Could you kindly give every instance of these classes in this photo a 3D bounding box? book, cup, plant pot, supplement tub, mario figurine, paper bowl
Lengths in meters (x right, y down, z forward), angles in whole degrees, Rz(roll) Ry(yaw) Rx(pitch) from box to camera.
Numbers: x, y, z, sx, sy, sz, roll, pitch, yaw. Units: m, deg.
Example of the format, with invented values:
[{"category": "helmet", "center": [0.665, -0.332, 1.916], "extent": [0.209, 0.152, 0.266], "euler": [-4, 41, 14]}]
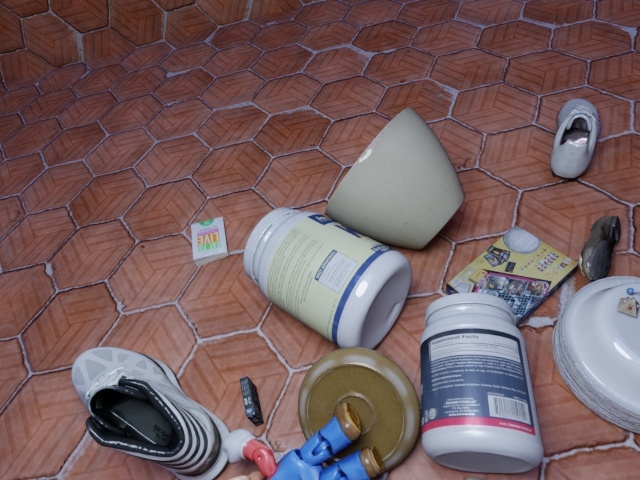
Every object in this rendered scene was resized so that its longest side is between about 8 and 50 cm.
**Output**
[{"category": "book", "center": [-0.318, 0.000, 1.215], "extent": [0.096, 0.035, 0.144], "euler": [-16, 49, -5]}, {"category": "cup", "center": [0.205, -0.116, 1.030], "extent": [0.237, 0.331, 0.331], "euler": [40, 67, 7]}, {"category": "plant pot", "center": [0.065, 0.320, 0.783], "extent": [0.236, 0.032, 0.237], "euler": [-1, 86, 16]}, {"category": "supplement tub", "center": [0.010, 0.076, 0.941], "extent": [0.324, 0.235, 0.235], "euler": [28, 63, 30]}, {"category": "mario figurine", "center": [-0.055, 0.420, 0.752], "extent": [0.320, 0.170, 0.198], "euler": [-30, 41, 1]}, {"category": "supplement tub", "center": [0.278, 0.254, 0.764], "extent": [0.191, 0.191, 0.272], "euler": [-1, 52, 13]}, {"category": "paper bowl", "center": [0.595, 0.192, 0.770], "extent": [0.284, 0.148, 0.284], "euler": [-6, 50, 7]}]

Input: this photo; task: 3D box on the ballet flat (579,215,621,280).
[{"category": "ballet flat", "center": [0.609, 0.013, 0.933], "extent": [0.058, 0.084, 0.250], "euler": [-2, 27, 46]}]

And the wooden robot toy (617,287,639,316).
[{"category": "wooden robot toy", "center": [0.599, 0.095, 0.699], "extent": [0.173, 0.079, 0.076], "euler": [0, 51, 13]}]

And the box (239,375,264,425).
[{"category": "box", "center": [-0.143, 0.334, 0.879], "extent": [0.018, 0.067, 0.083], "euler": [-20, 51, -3]}]

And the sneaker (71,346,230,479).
[{"category": "sneaker", "center": [-0.388, 0.296, 0.844], "extent": [0.447, 0.258, 0.169], "euler": [20, 59, 27]}]

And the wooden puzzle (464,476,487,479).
[{"category": "wooden puzzle", "center": [0.339, 0.556, 0.580], "extent": [0.321, 0.081, 0.348], "euler": [10, 55, 21]}]

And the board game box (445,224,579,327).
[{"category": "board game box", "center": [0.432, 0.086, 0.959], "extent": [0.243, 0.042, 0.165], "euler": [-35, 52, -15]}]

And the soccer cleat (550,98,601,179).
[{"category": "soccer cleat", "center": [0.706, -0.311, 1.147], "extent": [0.115, 0.143, 0.331], "euler": [13, 56, 22]}]
